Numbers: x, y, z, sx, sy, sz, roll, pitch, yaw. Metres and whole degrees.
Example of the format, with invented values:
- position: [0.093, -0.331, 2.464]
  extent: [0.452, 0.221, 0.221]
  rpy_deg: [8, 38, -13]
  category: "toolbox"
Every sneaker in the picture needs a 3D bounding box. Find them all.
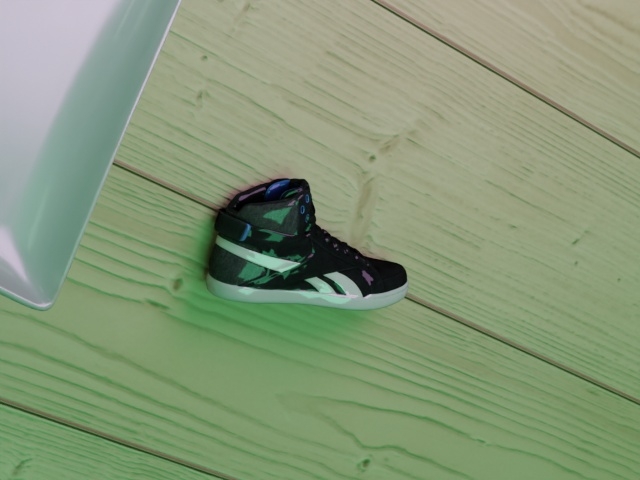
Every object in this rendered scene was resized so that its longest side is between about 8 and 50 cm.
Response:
- position: [0.000, 0.000, 1.550]
  extent: [0.217, 0.079, 0.121]
  rpy_deg: [1, 109, -28]
  category: "sneaker"

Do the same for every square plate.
- position: [-0.303, -0.163, 1.294]
  extent: [0.347, 0.049, 0.344]
  rpy_deg: [30, 75, -35]
  category: "square plate"
